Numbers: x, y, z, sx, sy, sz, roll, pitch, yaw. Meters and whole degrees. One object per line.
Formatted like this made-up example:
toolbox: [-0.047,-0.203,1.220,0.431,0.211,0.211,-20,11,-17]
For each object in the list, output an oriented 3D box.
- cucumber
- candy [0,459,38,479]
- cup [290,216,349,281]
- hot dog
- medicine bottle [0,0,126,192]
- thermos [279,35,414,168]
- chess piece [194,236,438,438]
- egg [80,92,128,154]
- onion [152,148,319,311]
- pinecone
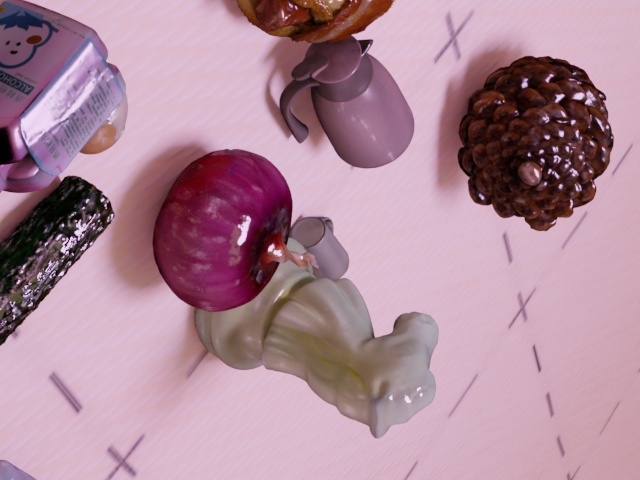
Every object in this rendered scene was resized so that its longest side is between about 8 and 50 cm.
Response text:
cucumber: [-0.307,0.060,1.372,0.293,0.067,0.067,-51,147,-23]
candy: [-0.340,0.318,1.498,0.174,0.071,0.138,-58,149,-14]
cup: [0.004,0.003,1.831,0.075,0.054,0.083,-55,146,-16]
hot dog: [0.004,-0.259,1.557,0.213,0.146,0.103,-25,105,-43]
medicine bottle: [-0.269,-0.105,1.251,0.188,0.119,0.094,-54,148,-20]
thermos: [0.023,-0.161,1.691,0.137,0.105,0.193,-25,154,6]
chess piece: [0.014,0.112,1.687,0.176,0.298,0.175,-34,137,-39]
egg: [-0.215,-0.119,1.378,0.071,0.071,0.083,-42,146,-34]
onion: [-0.100,-0.010,1.566,0.177,0.153,0.177,-22,126,-34]
pinecone: [0.300,-0.148,2.040,0.272,0.224,0.224,-66,162,-55]
